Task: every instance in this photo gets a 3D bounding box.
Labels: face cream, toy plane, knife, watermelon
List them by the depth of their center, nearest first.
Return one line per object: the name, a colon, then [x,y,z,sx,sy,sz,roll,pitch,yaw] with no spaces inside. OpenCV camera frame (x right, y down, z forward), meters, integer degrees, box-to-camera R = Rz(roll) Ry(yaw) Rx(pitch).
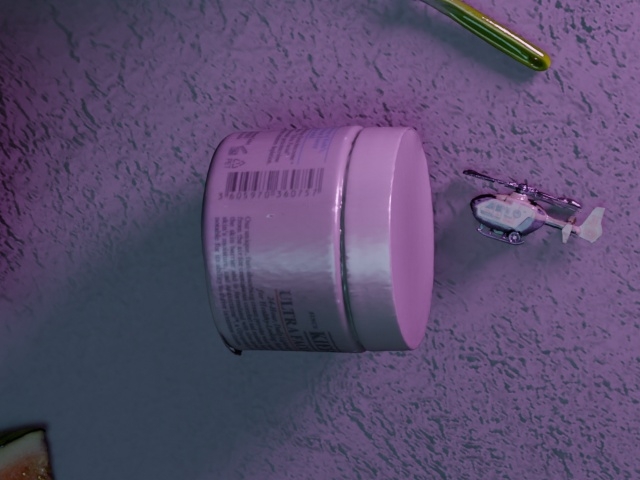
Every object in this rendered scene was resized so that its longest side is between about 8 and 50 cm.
knife: [0.100,-0.184,1.467,0.184,0.026,0.022,32,154,-4]
face cream: [0.000,0.000,1.477,0.153,0.177,0.177,-2,111,15]
toy plane: [0.166,-0.020,1.515,0.121,0.031,0.049,18,106,8]
watermelon: [-0.306,0.274,1.725,0.119,0.063,0.245,6,109,-10]
